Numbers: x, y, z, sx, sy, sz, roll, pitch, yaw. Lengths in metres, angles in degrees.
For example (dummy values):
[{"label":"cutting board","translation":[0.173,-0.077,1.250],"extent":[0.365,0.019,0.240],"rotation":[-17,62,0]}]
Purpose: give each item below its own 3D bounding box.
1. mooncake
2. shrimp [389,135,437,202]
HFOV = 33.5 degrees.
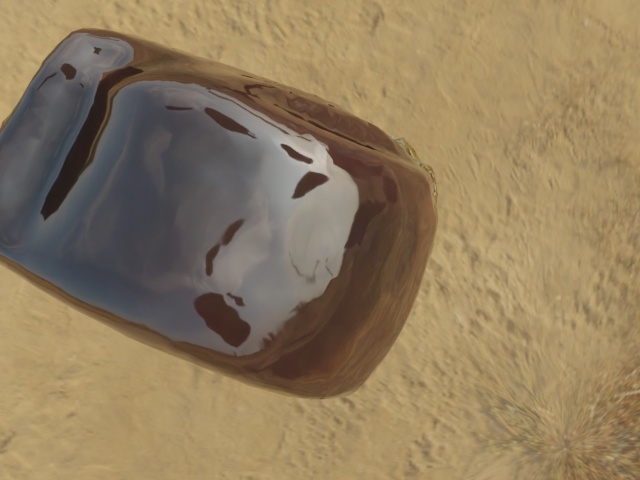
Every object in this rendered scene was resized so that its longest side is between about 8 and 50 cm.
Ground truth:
[{"label":"mooncake","translation":[-0.084,-0.030,0.692],"extent":[0.334,0.326,0.174],"rotation":[26,92,19]},{"label":"shrimp","translation":[-0.001,0.000,0.969],"extent":[0.253,0.058,0.173],"rotation":[-36,66,26]}]
